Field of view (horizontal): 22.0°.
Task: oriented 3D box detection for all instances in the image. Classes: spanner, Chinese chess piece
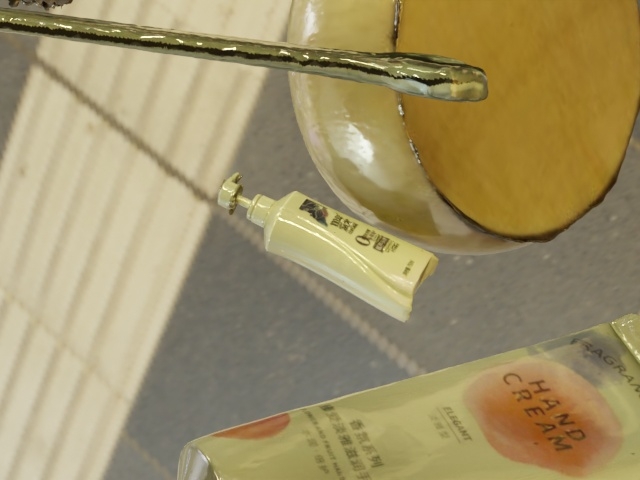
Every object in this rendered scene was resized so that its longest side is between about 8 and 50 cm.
[{"bbox_3d":[-0.073,-0.091,0.754,0.301,0.071,0.017,7,101,-4],"label":"spanner"},{"bbox_3d":[0.097,-0.119,1.037,0.104,0.257,0.257,4,106,46],"label":"Chinese chess piece"}]

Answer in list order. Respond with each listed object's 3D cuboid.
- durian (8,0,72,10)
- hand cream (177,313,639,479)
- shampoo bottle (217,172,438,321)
[{"bbox_3d":[-0.272,-0.282,1.446,0.196,0.196,0.167,-25,54,40],"label":"durian"},{"bbox_3d":[0.058,0.113,0.864,0.124,0.340,0.078,-124,29,-42],"label":"hand cream"},{"bbox_3d":[0.000,0.000,0.999,0.141,0.049,0.034,25,149,8],"label":"shampoo bottle"}]
